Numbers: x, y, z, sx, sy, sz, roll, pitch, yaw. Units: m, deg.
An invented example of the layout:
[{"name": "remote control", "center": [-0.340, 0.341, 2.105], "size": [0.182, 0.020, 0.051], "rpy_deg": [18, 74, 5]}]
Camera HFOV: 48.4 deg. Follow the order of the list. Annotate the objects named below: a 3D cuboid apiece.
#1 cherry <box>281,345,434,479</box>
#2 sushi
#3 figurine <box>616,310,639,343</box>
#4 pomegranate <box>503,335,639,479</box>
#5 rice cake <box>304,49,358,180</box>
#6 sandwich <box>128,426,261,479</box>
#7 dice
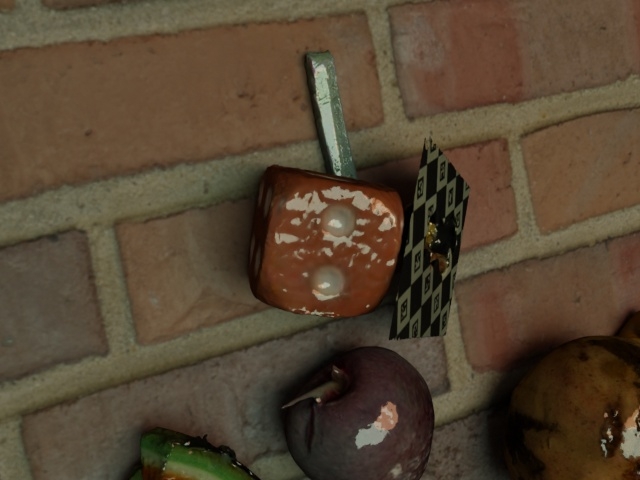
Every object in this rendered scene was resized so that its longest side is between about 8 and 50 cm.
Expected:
[{"name": "cherry", "center": [0.060, 0.260, 1.004], "size": [0.213, 0.183, 0.266], "rpy_deg": [-33, 122, -8]}, {"name": "sushi", "center": [0.141, 0.009, 1.011], "size": [0.290, 0.050, 0.263], "rpy_deg": [19, 80, -66]}, {"name": "figurine", "center": [0.646, 0.230, 1.261], "size": [0.257, 0.167, 0.192], "rpy_deg": [44, 85, 4]}, {"name": "pomegranate", "center": [0.445, 0.308, 1.116], "size": [0.322, 0.322, 0.321], "rpy_deg": [-2, 95, -23]}, {"name": "rice cake", "center": [0.016, -0.169, 1.028], "size": [0.043, 0.034, 0.210], "rpy_deg": [-16, 101, -22]}, {"name": "sandwich", "center": [-0.186, 0.422, 0.925], "size": [0.250, 0.162, 0.301], "rpy_deg": [42, 48, -33]}, {"name": "dice", "center": [0.000, 0.000, 0.943], "size": [0.175, 0.174, 0.179], "rpy_deg": [11, 98, -13]}]
